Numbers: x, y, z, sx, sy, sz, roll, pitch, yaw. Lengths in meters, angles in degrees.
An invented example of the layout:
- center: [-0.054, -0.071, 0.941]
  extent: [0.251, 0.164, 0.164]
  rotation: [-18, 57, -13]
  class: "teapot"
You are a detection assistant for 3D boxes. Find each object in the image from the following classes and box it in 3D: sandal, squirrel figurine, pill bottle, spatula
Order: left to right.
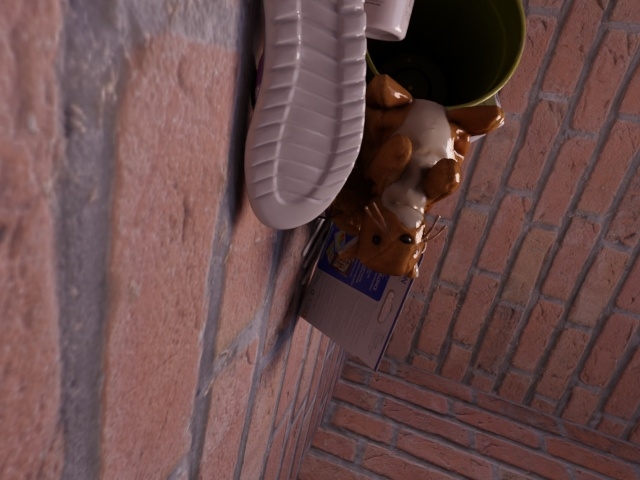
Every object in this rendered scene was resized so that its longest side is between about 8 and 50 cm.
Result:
- center: [-0.021, -0.214, 0.574]
  extent: [0.102, 0.169, 0.417]
  rotation: [-128, -139, -53]
  class: "sandal"
- center: [0.000, 0.000, 1.166]
  extent: [0.168, 0.019, 0.242]
  rotation: [95, 17, -47]
  class: "spatula"
- center: [0.123, -0.507, 0.781]
  extent: [0.131, 0.131, 0.230]
  rotation: [-40, 145, -69]
  class: "pill bottle"
- center: [0.164, -0.102, 0.951]
  extent: [0.397, 0.280, 0.371]
  rotation: [162, -60, -73]
  class: "squirrel figurine"

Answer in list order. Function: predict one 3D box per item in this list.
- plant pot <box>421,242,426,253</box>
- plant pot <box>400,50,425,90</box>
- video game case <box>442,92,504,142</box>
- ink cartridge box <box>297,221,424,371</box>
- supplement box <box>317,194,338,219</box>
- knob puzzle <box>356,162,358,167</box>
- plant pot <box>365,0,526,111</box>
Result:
- center: [0.161, -0.041, 1.283]
  extent: [0.190, 0.284, 0.284]
  rotation: [-34, -169, 31]
  class: "plant pot"
- center: [0.375, -0.621, 1.375]
  extent: [0.254, 0.238, 0.255]
  rotation: [0, 90, -80]
  class: "plant pot"
- center: [0.370, -0.367, 1.271]
  extent: [0.328, 0.036, 0.300]
  rotation: [-27, -140, 38]
  class: "video game case"
- center: [0.101, 0.126, 1.091]
  extent: [0.072, 0.307, 0.304]
  rotation: [15, 99, -48]
  class: "ink cartridge box"
- center: [-0.010, -0.133, 0.801]
  extent: [0.188, 0.080, 0.104]
  rotation: [79, 29, -65]
  class: "supplement box"
- center: [0.131, -0.262, 1.332]
  extent: [0.213, 0.029, 0.214]
  rotation: [6, 90, -87]
  class: "knob puzzle"
- center: [0.271, -0.462, 1.099]
  extent: [0.353, 0.365, 0.367]
  rotation: [73, 34, -88]
  class: "plant pot"
